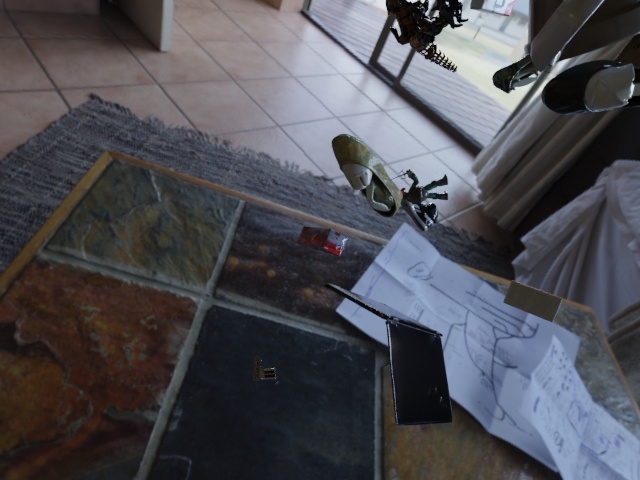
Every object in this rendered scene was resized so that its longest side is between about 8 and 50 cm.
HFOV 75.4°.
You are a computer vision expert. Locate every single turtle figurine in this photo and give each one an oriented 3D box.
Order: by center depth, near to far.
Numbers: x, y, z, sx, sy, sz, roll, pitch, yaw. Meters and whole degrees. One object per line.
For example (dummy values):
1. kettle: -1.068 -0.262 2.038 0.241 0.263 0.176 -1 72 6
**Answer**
1. turtle figurine: 0.416 -0.209 1.749 0.233 0.175 0.118 -4 54 10

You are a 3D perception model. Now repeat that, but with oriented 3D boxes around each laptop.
1. laptop: 0.217 0.350 1.303 0.407 0.237 0.381 24 -2 43

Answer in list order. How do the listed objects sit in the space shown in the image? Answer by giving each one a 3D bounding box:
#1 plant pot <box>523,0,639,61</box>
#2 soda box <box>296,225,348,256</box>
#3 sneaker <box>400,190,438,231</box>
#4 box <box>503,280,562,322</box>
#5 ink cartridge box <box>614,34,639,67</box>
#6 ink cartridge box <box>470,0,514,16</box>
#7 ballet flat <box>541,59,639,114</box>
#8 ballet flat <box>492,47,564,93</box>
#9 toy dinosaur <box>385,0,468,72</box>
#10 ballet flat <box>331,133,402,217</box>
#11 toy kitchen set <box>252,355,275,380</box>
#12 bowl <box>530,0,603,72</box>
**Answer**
1. plant pot: 0.689 -0.657 1.095 0.323 0.323 0.281 -43 116 -47
2. soda box: 0.000 0.000 1.684 0.092 0.263 0.084 28 81 -24
3. sneaker: 0.455 -0.160 1.897 0.121 0.079 0.217 -39 102 -10
4. box: 0.778 0.220 1.515 0.170 0.091 0.130 23 5 30
5. ink cartridge box: 0.987 -0.575 1.231 0.193 0.235 0.088 -22 60 -32
6. ink cartridge box: 0.633 -0.887 1.504 0.150 0.109 0.063 -4 32 -26
7. ballet flat: 0.561 -0.289 0.770 0.280 0.096 0.096 -10 23 -11
8. ballet flat: 0.487 -0.393 0.940 0.070 0.188 0.070 57 8 -12
9. toy dinosaur: 0.359 -0.714 1.384 0.321 0.218 0.165 31 54 -27
10. ballet flat: 0.147 -0.181 1.267 0.348 0.123 0.123 39 27 -43
11. toy kitchen set: -0.174 0.406 1.323 0.075 0.083 0.068 3 66 -22
12. bowl: 0.447 -0.395 0.749 0.053 0.142 0.142 42 79 9
